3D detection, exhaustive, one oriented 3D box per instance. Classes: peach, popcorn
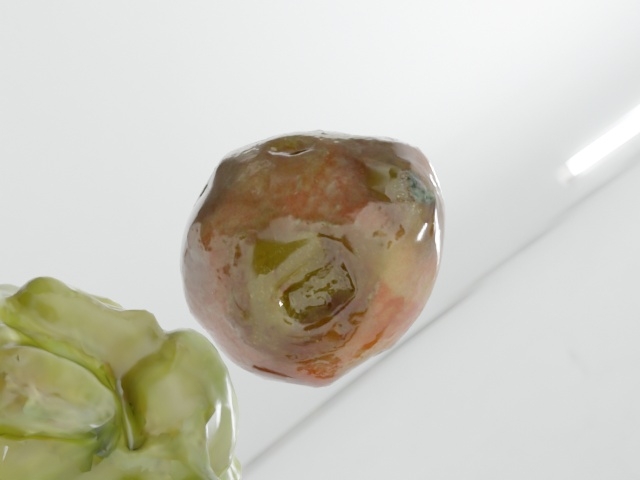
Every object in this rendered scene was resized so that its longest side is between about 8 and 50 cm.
[{"bbox_3d":[0.000,0.000,1.566,0.235,0.214,0.214,-31,-164,33],"label":"peach"},{"bbox_3d":[-0.187,0.153,1.097,0.312,0.312,0.312,-34,-164,11],"label":"popcorn"}]
